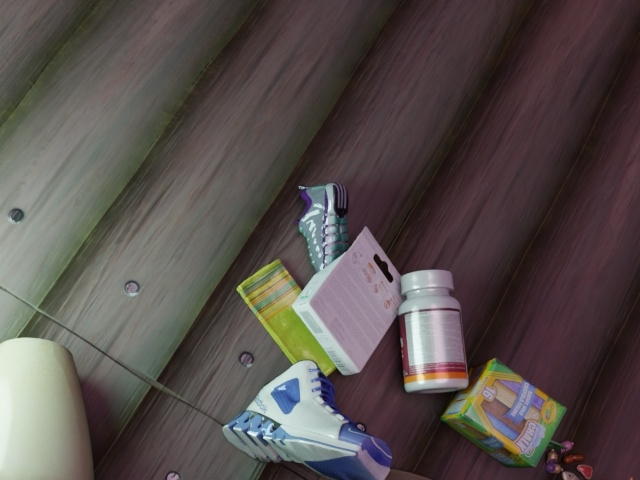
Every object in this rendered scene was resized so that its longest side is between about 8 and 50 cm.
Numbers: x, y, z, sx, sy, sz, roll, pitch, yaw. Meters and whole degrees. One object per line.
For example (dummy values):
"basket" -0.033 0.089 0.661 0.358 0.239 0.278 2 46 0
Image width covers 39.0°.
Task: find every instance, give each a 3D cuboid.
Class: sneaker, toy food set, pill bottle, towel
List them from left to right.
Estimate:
"towel" -0.049 0.154 1.714 0.102 0.021 0.237 -36 86 -18
"sneaker" -0.011 0.297 1.570 0.182 0.315 0.127 -59 135 -30
"sneaker" 0.000 0.000 1.754 0.098 0.083 0.223 1 86 28
"pill bottle" 0.210 0.174 1.713 0.121 0.121 0.221 0 74 -13
"toy food set" 0.482 0.432 1.758 0.122 0.019 0.078 35 71 -1

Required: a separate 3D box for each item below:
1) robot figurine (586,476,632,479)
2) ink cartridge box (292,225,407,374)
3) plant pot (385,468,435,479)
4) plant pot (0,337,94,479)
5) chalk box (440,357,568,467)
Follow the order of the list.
"robot figurine" 0.551 0.556 1.684 0.128 0.158 0.219 8 72 -39
"ink cartridge box" 0.063 0.112 1.709 0.181 0.056 0.224 55 49 -22
"plant pot" 0.187 0.578 1.529 0.323 0.323 0.280 21 89 -6
"plant pot" -0.486 0.310 1.478 0.256 0.256 0.274 4 57 -11
"chalk box" 0.359 0.341 1.696 0.213 0.132 0.132 36 70 0
